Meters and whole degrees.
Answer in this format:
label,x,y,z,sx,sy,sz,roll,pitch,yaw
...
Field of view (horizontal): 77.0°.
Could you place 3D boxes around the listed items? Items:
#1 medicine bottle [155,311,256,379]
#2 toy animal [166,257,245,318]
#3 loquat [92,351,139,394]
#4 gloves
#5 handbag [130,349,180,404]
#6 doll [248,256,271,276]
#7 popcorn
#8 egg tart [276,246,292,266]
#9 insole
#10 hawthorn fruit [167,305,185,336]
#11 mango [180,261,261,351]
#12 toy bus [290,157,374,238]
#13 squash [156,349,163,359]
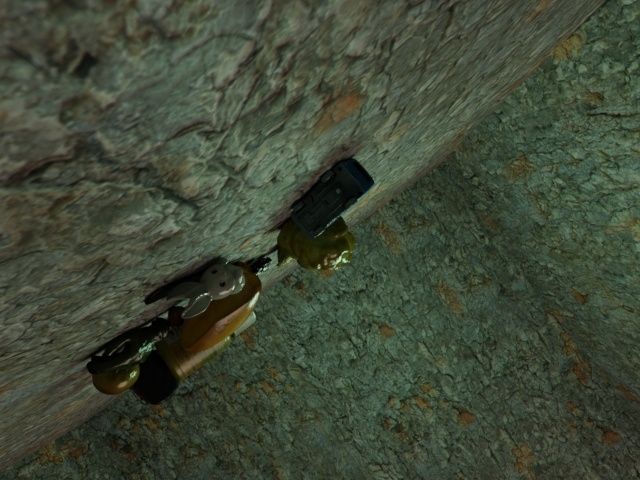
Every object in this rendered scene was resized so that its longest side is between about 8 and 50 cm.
label,x,y,z,sx,sy,sz,roll,pitch,yaw
medicine bottle,-0.475,0.370,1.660,0.384,0.224,0.224,-35,175,-26
toy animal,-0.306,0.125,1.118,0.131,0.104,0.220,-46,172,24
loquat,-0.712,0.464,1.404,0.163,0.137,0.163,-22,159,-9
gloves,-0.597,0.341,1.276,0.268,0.107,0.135,-29,141,-41
handbag,-0.717,0.572,1.696,0.181,0.254,0.181,-46,-177,-25
doll,-0.255,0.110,1.639,0.091,0.067,0.219,-41,180,15
popcorn,0.000,0.000,1.401,0.235,0.241,0.250,-53,160,10
egg tart,-0.115,0.035,1.751,0.212,0.090,0.212,-35,173,-5
insole,-0.378,0.118,1.185,0.119,0.009,0.348,-40,174,23
hawthorn fruit,-0.488,0.277,1.381,0.066,0.103,0.067,-11,171,-2
mango,-0.342,0.243,1.380,0.350,0.199,0.201,-53,-150,-1
toy bus,0.033,-0.119,1.166,0.246,0.113,0.134,-42,179,37
squash,-0.861,0.667,2.235,0.193,0.155,0.193,-57,169,-18
